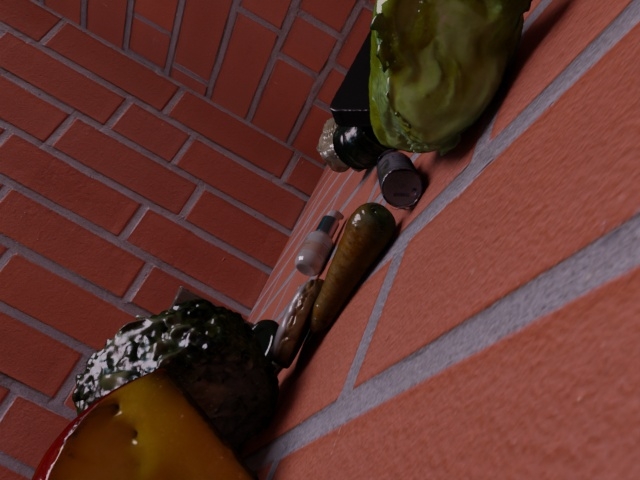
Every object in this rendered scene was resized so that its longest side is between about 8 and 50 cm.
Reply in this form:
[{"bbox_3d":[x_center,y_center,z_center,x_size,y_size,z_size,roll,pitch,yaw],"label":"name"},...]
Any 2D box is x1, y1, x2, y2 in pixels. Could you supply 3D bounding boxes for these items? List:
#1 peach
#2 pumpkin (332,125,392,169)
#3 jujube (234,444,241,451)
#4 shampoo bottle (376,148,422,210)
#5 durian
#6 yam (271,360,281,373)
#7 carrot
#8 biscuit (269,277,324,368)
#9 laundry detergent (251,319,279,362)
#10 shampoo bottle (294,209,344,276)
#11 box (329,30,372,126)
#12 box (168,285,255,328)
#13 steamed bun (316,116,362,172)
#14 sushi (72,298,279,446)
[{"bbox_3d":[-0.253,0.386,0.866,0.242,0.306,0.380,-41,24,53],"label":"peach"},{"bbox_3d":[0.118,-0.272,1.518,0.211,0.152,0.211,-59,11,20],"label":"pumpkin"},{"bbox_3d":[-0.232,0.363,1.319,0.155,0.155,0.230,127,154,-56],"label":"jujube"},{"bbox_3d":[0.129,-0.110,1.053,0.072,0.072,0.214,-59,6,16],"label":"shampoo bottle"},{"bbox_3d":[0.154,-0.253,0.888,0.340,0.204,0.255,-150,78,-85],"label":"durian"},{"bbox_3d":[-0.095,0.268,1.353,0.029,0.027,0.234,-38,-13,-47],"label":"yam"},{"bbox_3d":[0.034,0.065,1.051,0.078,0.078,0.298,-71,7,-60],"label":"carrot"},{"bbox_3d":[-0.043,0.149,1.183,0.208,0.049,0.181,-25,-40,-83],"label":"biscuit"},{"bbox_3d":[-0.139,0.260,1.466,0.144,0.078,0.221,-63,-5,-14],"label":"laundry detergent"},{"bbox_3d":[0.000,0.000,1.607,0.192,0.074,0.074,-64,6,-30],"label":"shampoo bottle"},{"bbox_3d":[0.172,-0.391,1.443,0.350,0.211,0.058,-63,-33,-33],"label":"box"},{"bbox_3d":[-0.313,0.311,1.701,0.225,0.297,0.190,-54,8,48],"label":"box"},{"bbox_3d":[0.099,-0.266,1.752,0.218,0.144,0.211,-22,35,28],"label":"steamed bun"},{"bbox_3d":[-0.258,0.269,1.111,0.352,0.294,0.178,-33,42,-5],"label":"sushi"}]
